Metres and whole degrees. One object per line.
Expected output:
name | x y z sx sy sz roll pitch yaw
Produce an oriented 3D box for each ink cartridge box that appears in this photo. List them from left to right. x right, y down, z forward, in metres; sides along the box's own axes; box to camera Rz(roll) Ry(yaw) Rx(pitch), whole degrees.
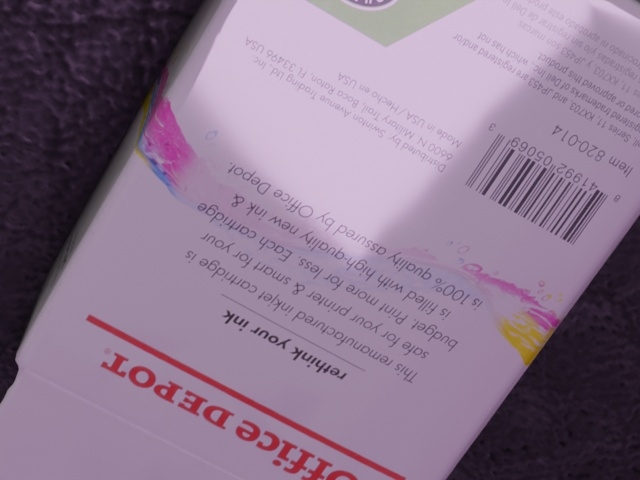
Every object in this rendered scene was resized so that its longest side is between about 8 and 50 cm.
ink cartridge box | 0.000 0.000 0.753 0.207 0.119 0.353 29 110 -12
